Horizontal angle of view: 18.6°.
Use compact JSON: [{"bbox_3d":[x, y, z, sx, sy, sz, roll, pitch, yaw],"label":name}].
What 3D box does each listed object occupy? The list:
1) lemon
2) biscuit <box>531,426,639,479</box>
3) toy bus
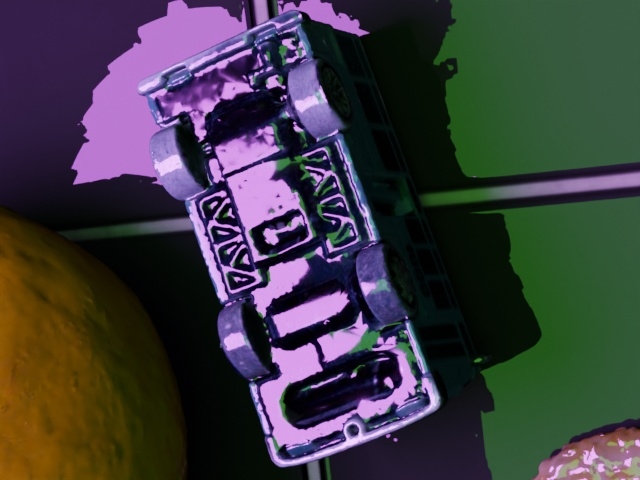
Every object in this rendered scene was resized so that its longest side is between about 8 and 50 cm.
[{"bbox_3d":[-0.240,0.142,1.218,0.348,0.348,0.348,2,96,18],"label":"lemon"},{"bbox_3d":[0.211,0.221,1.222,0.219,0.033,0.220,2,96,19],"label":"biscuit"},{"bbox_3d":[0.000,0.000,1.213,0.128,0.147,0.256,-23,83,20],"label":"toy bus"}]
